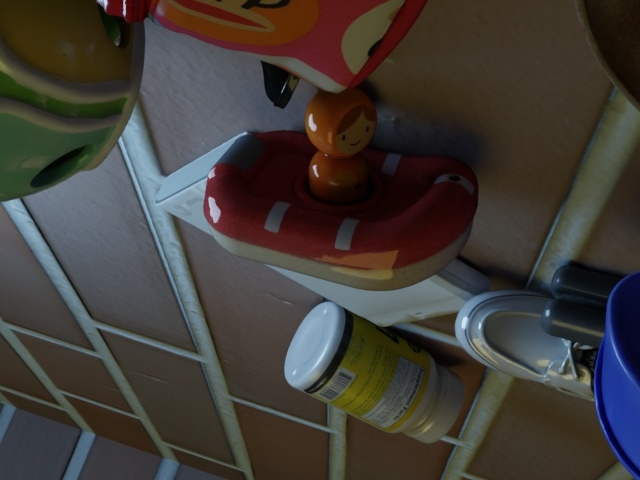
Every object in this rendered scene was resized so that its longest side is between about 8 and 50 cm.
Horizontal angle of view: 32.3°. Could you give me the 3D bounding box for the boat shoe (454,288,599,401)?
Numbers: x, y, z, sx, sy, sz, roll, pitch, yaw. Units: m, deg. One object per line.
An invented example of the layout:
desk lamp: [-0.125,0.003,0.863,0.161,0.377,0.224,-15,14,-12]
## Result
boat shoe: [0.266,0.111,1.113,0.258,0.095,0.084,13,-179,-10]

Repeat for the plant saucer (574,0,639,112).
plant saucer: [0.261,-0.102,0.446,0.310,0.050,0.310,17,157,8]

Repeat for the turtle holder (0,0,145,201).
turtle holder: [-0.243,-0.164,0.798,0.227,0.243,0.320,14,122,-27]

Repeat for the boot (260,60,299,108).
boot: [-0.055,-0.157,0.842,0.099,0.045,0.121,20,151,-5]

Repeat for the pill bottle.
pill bottle: [0.070,0.171,1.396,0.208,0.119,0.119,29,156,-21]

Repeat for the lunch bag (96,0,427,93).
lunch bag: [0.020,-0.202,0.350,0.120,0.293,0.258,18,158,-7]

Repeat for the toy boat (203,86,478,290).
toy boat: [0.018,-0.059,0.923,0.231,0.151,0.151,14,128,16]

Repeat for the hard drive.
hard drive: [0.000,0.000,1.165,0.307,0.040,0.203,29,156,-23]

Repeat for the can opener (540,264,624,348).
can opener: [0.353,0.100,1.049,0.283,0.076,0.095,15,157,16]

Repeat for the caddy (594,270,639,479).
caddy: [0.360,0.128,0.820,0.341,0.241,0.179,50,168,35]
